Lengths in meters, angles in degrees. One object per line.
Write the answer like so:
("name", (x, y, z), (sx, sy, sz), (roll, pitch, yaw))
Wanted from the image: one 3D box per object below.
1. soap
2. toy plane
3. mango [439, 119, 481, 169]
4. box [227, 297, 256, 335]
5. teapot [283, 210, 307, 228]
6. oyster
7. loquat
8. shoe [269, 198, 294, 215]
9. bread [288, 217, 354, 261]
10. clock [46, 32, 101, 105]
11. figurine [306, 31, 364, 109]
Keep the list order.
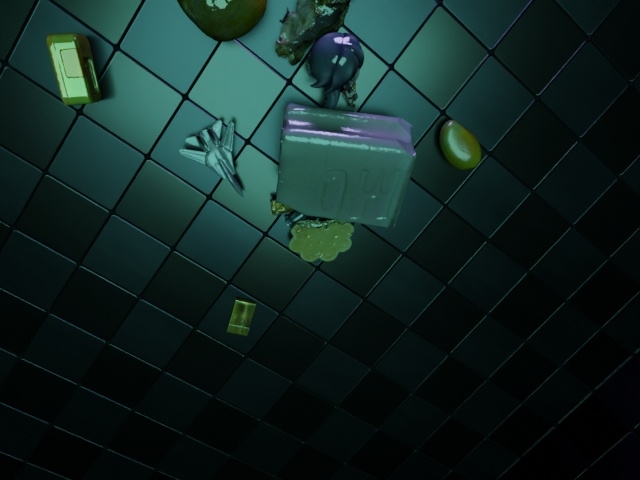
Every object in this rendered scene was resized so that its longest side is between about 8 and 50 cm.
("soap", (0.071, -0.239, 1.513), (0.434, 0.213, 0.351), (8, 135, -7))
("toy plane", (-0.339, -0.270, 1.586), (0.212, 0.088, 0.267), (-27, 120, 6))
("mango", (0.500, -0.342, 1.635), (0.130, 0.092, 0.195), (-27, 107, 7))
("box", (-0.321, 0.312, 1.846), (0.088, 0.022, 0.157), (16, 109, -11))
("teapot", (-0.095, -0.089, 1.696), (0.083, 0.049, 0.064), (-34, 111, 8))
("oyster", (-0.023, -0.705, 1.408), (0.337, 0.133, 0.197), (-37, 138, 24))
("loquat", (-0.283, -0.724, 1.301), (0.275, 0.284, 0.276), (0, 114, 0))
("shoe", (-0.132, -0.135, 1.662), (0.108, 0.072, 0.069), (-17, 117, 1))
("bread", (0.000, 0.000, 1.731), (0.250, 0.039, 0.182), (-2, 124, -14))
("clock", (-0.758, -0.527, 1.403), (0.096, 0.143, 0.203), (-6, 111, -6))
("figurine", (0.053, -0.531, 1.441), (0.196, 0.175, 0.265), (-5, 153, -12))
